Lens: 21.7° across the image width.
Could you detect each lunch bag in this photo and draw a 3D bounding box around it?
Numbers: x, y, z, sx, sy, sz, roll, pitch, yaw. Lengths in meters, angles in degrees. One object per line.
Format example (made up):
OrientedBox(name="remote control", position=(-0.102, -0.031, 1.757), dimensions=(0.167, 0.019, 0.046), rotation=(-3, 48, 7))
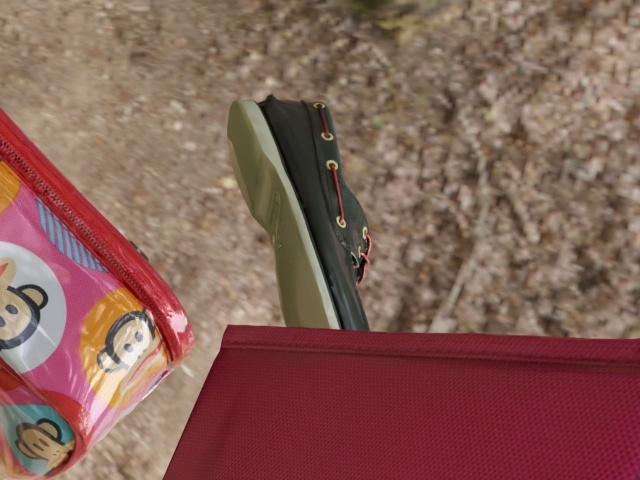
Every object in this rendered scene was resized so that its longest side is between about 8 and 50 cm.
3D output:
OrientedBox(name="lunch bag", position=(-0.213, 0.014, 0.905), dimensions=(0.258, 0.293, 0.120), rotation=(46, 67, -7))

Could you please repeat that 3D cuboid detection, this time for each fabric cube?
OrientedBox(name="fabric cube", position=(0.071, 0.191, 0.468), dimensions=(0.259, 0.254, 0.258), rotation=(30, 76, -23))

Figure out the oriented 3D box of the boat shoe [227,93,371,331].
OrientedBox(name="boat shoe", position=(0.000, -0.001, 0.627), dimensions=(0.042, 0.133, 0.049), rotation=(-5, 144, -19))
